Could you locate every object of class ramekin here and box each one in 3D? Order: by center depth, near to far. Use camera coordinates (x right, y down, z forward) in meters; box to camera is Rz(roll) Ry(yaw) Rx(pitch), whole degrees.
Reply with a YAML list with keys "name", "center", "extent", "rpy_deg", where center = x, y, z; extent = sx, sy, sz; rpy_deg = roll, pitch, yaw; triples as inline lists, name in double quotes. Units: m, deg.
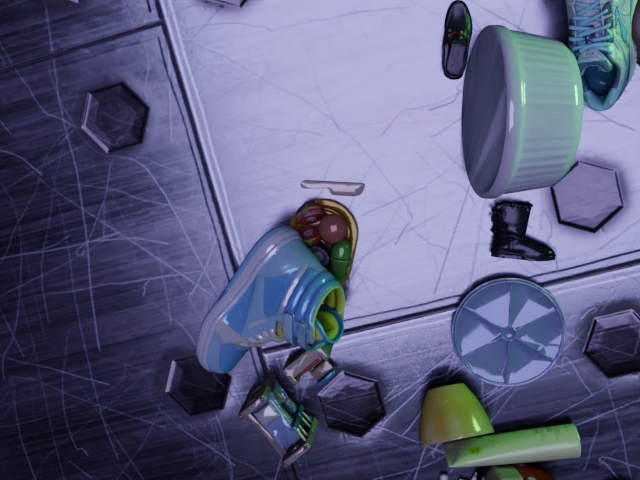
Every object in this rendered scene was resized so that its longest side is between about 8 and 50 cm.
- name: "ramekin"
  center: [0.317, -0.201, 1.418]
  extent: [0.127, 0.273, 0.273]
  rpy_deg: [1, 101, -5]

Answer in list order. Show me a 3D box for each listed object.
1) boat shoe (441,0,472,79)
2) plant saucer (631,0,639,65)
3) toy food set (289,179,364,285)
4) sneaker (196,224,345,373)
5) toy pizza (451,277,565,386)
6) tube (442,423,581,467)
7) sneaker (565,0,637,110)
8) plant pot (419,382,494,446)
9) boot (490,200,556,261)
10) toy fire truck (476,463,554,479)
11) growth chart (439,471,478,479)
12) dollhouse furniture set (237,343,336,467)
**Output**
- name: "boat shoe"
  center: [0.230, -0.338, 1.507]
  extent: [0.048, 0.042, 0.133]
  rpy_deg: [5, 100, 8]
- name: "plant saucer"
  center: [0.602, -0.359, 1.466]
  extent: [0.198, 0.036, 0.199]
  rpy_deg: [1, 100, 6]
- name: "toy food set"
  center: [0.000, 0.000, 1.581]
  extent: [0.128, 0.071, 0.218]
  rpy_deg: [11, 102, 4]
- name: "sneaker"
  center: [-0.079, 0.155, 1.548]
  extent: [0.208, 0.127, 0.319]
  rpy_deg: [42, 117, 22]
- name: "toy pizza"
  center: [0.335, 0.162, 1.599]
  extent: [0.201, 0.032, 0.201]
  rpy_deg: [1, 101, 5]
- name: "tube"
  center: [0.344, 0.374, 1.615]
  extent: [0.240, 0.070, 0.062]
  rpy_deg: [-8, 61, 4]
- name: "sneaker"
  center: [0.432, -0.323, 1.378]
  extent: [0.110, 0.122, 0.283]
  rpy_deg: [1, 138, 32]
- name: "plant pot"
  center: [0.234, 0.309, 1.601]
  extent: [0.134, 0.134, 0.095]
  rpy_deg: [-13, 75, 8]
- name: "boot"
  center: [0.353, -0.017, 1.557]
  extent: [0.121, 0.045, 0.099]
  rpy_deg: [5, 98, 6]
- name: "toy fire truck"
  center: [0.412, 0.522, 1.595]
  extent: [0.246, 0.158, 0.217]
  rpy_deg: [2, 100, -7]
- name: "growth chart"
  center: [0.318, 0.513, 1.677]
  extent: [0.237, 0.021, 0.172]
  rpy_deg: [10, 101, 3]
- name: "dollhouse furniture set"
  center: [-0.033, 0.286, 1.612]
  extent: [0.183, 0.129, 0.129]
  rpy_deg: [-41, 95, 12]
